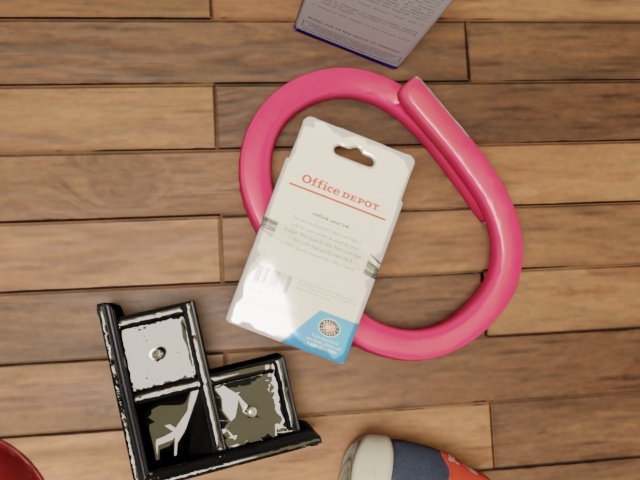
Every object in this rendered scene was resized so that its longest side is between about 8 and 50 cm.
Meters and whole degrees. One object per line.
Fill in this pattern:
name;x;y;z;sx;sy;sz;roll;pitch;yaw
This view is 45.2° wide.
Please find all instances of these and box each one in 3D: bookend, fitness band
bookend;-0.095;0.114;0.664;0.157;0.072;0.156;-12;87;-9
fitness band;0.054;-0.028;0.711;0.209;0.054;0.291;-38;90;-7

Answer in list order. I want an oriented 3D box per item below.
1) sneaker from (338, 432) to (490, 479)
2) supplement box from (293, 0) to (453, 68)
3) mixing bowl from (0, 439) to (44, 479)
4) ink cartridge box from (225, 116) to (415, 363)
sneaker;0.070;0.347;0.638;0.148;0.131;0.350;11;84;-3
supplement box;0.057;-0.242;0.641;0.114;0.220;0.111;20;83;-6
mixing bowl;-0.311;0.250;0.610;0.181;0.098;0.181;1;86;-9
ink cartridge box;0.000;0.000;0.646;0.104;0.060;0.180;21;85;-4
